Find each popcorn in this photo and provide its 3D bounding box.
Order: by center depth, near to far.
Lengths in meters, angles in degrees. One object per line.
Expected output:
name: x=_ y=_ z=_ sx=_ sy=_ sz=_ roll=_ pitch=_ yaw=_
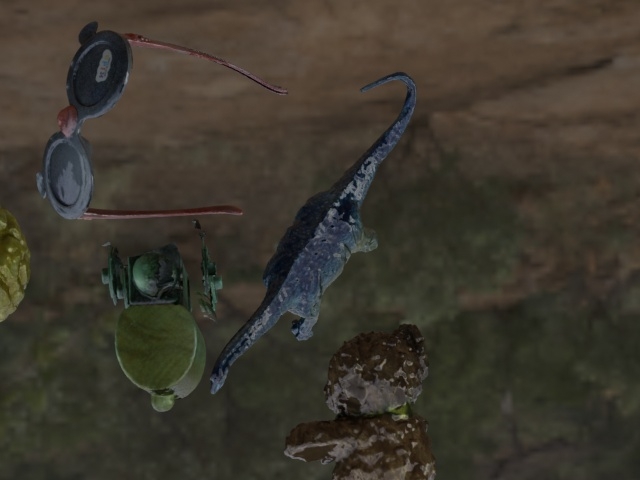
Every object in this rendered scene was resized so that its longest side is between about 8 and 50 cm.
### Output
popcorn: x=-0.545 y=0.041 z=2.308 sx=0.258 sy=0.224 sz=0.270 roll=-34 pitch=-159 yaw=-1

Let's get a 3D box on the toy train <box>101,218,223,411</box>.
toy train: x=-0.163 y=0.091 z=1.792 sx=0.126 sy=0.189 sz=0.307 roll=-13 pitch=172 yaw=-4

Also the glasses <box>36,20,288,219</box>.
glasses: x=-0.197 y=-0.130 z=1.938 sx=0.268 sy=0.234 sz=0.118 roll=5 pitch=-159 yaw=-43

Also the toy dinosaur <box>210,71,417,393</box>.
toy dinosaur: x=-0.002 y=0.007 z=1.562 sx=0.076 sy=0.363 sz=0.147 roll=31 pitch=167 yaw=11

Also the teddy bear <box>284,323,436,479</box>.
teddy bear: x=0.045 y=0.280 z=2.212 sx=0.246 sy=0.222 sz=0.296 roll=0 pitch=143 yaw=-36
